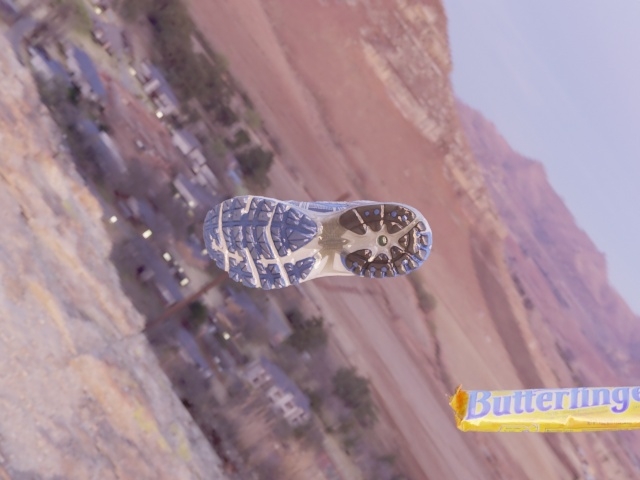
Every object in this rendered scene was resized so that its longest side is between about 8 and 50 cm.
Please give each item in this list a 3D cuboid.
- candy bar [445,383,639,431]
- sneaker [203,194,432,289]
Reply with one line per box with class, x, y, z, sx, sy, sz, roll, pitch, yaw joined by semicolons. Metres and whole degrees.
candy bar;0.163;0.110;0.641;0.040;0.161;0.018;-86;173;-56
sneaker;0.000;0.000;0.555;0.058;0.135;0.052;-18;111;-70
